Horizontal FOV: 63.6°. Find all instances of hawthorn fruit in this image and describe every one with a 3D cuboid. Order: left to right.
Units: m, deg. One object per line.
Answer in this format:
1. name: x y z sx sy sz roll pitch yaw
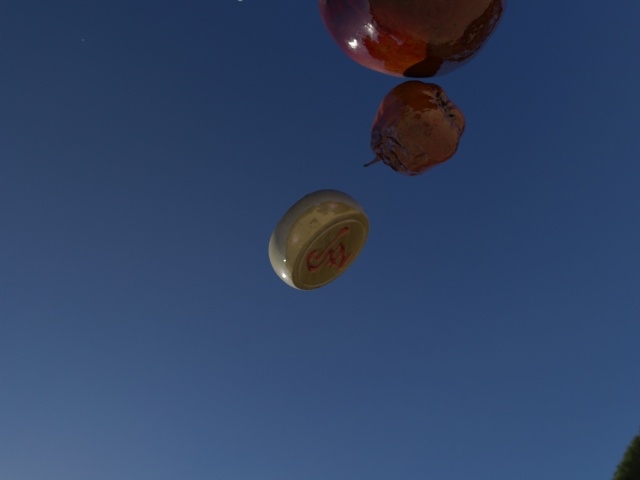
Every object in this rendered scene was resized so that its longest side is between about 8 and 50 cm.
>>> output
1. hawthorn fruit: 0.191 -0.226 1.153 0.207 0.207 0.243 31 -50 -31

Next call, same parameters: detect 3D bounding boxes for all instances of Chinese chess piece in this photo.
1. Chinese chess piece: 0.000 0.000 1.269 0.273 0.102 0.273 -32 -34 -24

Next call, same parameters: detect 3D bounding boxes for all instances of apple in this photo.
1. apple: 0.192 -0.483 1.042 0.365 0.329 0.295 9 -79 -38
